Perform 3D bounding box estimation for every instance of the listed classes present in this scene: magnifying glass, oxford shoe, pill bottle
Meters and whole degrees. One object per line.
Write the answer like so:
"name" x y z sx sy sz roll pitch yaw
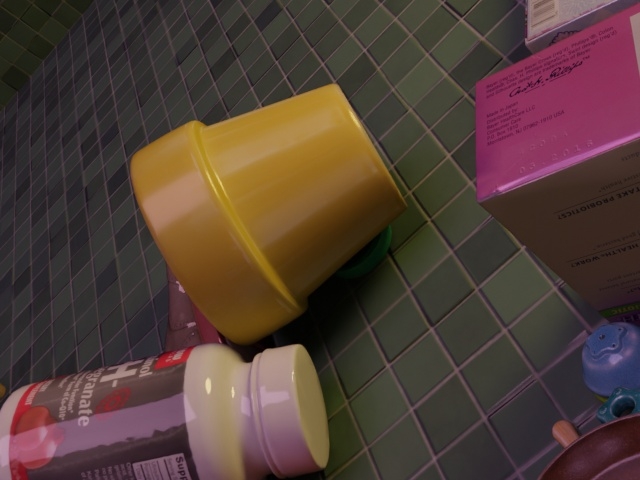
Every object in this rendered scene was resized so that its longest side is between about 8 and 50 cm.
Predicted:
"magnifying glass" 0.000 0.000 1.026 0.231 0.026 0.092 4 66 48
"oxford shoe" -0.170 0.090 1.063 0.130 0.123 0.348 -49 35 17
"pill bottle" -0.159 0.206 0.846 0.318 0.176 0.176 -14 47 9

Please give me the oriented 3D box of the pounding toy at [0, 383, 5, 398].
"pounding toy" -0.616 0.320 1.411 0.206 0.094 0.181 -32 36 14

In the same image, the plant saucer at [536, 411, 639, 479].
"plant saucer" 0.191 0.175 0.454 0.168 0.029 0.168 -30 31 20

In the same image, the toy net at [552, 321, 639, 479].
"toy net" 0.219 0.139 0.557 0.122 0.045 0.232 -20 32 44

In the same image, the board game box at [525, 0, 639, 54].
"board game box" 0.374 -0.368 0.858 0.318 0.066 0.319 -19 49 39

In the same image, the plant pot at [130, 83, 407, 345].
"plant pot" -0.044 -0.047 0.906 0.239 0.254 0.254 -30 40 7

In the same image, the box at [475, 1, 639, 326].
"box" 0.266 -0.049 0.576 0.213 0.243 0.117 -23 46 37
